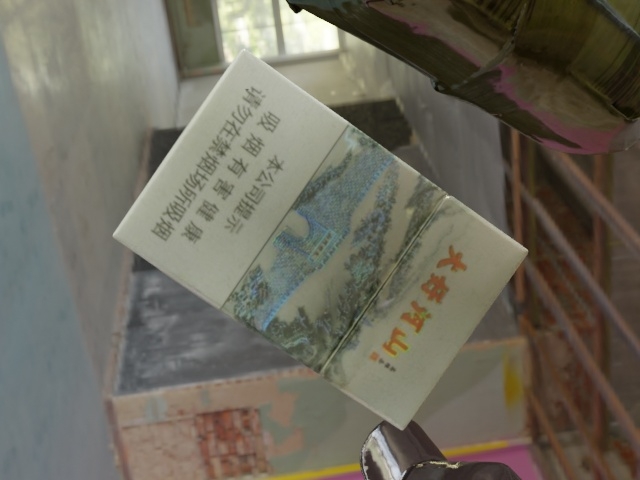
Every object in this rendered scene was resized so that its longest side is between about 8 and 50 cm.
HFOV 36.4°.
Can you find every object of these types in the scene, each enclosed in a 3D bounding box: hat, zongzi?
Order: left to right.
[{"bbox_3d":[0.204,0.333,1.213,0.238,0.209,0.336,17,40,-43],"label":"hat"},{"bbox_3d":[0.135,-0.203,0.543,0.125,0.251,0.274,17,-95,52],"label":"zongzi"}]

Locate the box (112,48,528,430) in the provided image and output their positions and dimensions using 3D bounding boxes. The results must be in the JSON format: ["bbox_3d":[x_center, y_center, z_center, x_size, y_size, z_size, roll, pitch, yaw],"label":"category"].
[{"bbox_3d":[0.000,0.000,0.724,0.164,0.256,0.069,-55,-173,2],"label":"box"}]
